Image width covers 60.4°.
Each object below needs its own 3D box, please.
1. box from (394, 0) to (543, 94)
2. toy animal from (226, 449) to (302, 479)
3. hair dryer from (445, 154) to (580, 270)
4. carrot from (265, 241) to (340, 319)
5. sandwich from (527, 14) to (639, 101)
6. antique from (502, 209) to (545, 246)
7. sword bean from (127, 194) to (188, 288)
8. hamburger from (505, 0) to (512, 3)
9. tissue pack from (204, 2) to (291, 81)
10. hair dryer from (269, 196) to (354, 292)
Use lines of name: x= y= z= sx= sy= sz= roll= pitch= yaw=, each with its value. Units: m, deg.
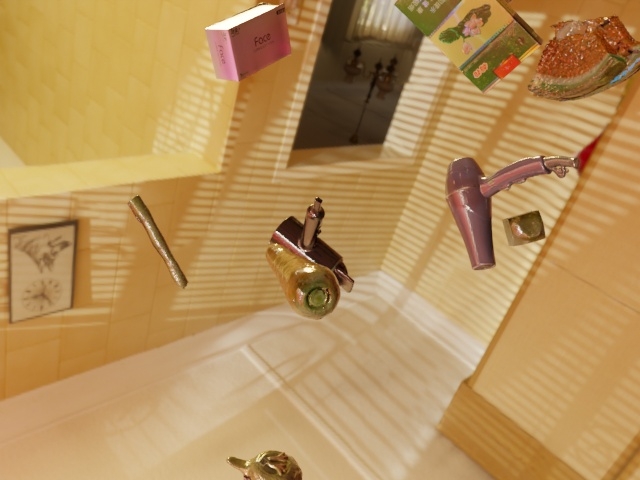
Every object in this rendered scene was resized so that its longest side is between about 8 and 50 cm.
box: x=0.257 y=-0.383 z=0.964 sx=0.235 sy=0.132 sz=0.034 roll=42 pitch=-135 yaw=-8
toy animal: x=-0.101 y=0.424 z=0.972 sx=0.137 sy=0.098 sz=0.098 roll=9 pitch=-152 yaw=-1
hair dryer: x=0.472 y=-0.111 z=1.365 sx=0.121 sy=0.361 sz=0.301 roll=6 pitch=-113 yaw=-36
carrot: x=-0.043 y=0.045 z=0.859 sx=0.078 sy=0.078 sz=0.298 roll=7 pitch=-169 yaw=-20
sandwich: x=0.519 y=-0.352 z=1.079 sx=0.079 sy=0.159 sz=0.235 roll=-19 pitch=-157 yaw=-31
antique: x=0.524 y=-0.030 z=1.422 sx=0.081 sy=0.080 sz=0.221 roll=-17 pitch=177 yaw=15
sword bean: x=-0.415 y=0.006 z=1.414 sx=0.038 sy=0.043 sz=0.269 roll=-30 pitch=-87 yaw=-21
hamburger: x=0.363 y=-0.670 z=1.272 sx=0.260 sy=0.283 sz=0.144 roll=20 pitch=-178 yaw=-22
tissue pack: x=-0.195 y=-0.559 z=1.548 sx=0.092 sy=0.148 sz=0.246 roll=18 pitch=-136 yaw=31
hair dryer: x=0.000 y=0.000 z=1.063 sx=0.195 sy=0.248 sz=0.078 roll=38 pitch=-113 yaw=12
